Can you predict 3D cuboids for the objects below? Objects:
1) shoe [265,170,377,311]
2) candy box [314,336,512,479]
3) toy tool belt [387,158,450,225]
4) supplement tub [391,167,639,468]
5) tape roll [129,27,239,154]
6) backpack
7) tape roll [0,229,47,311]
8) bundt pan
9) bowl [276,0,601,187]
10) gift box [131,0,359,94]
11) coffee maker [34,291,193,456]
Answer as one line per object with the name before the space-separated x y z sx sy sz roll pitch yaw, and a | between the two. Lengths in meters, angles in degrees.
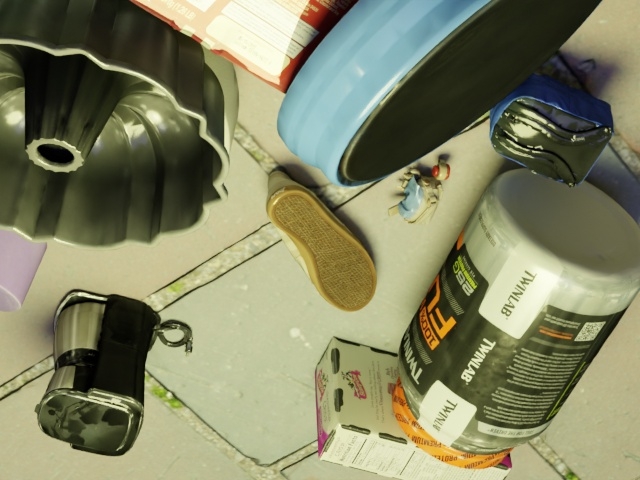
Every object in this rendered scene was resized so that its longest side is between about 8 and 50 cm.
shoe | 0.000 0.000 1.813 0.077 0.058 0.219 -35 129 0
candy box | 0.113 0.224 1.927 0.233 0.159 0.071 17 126 -14
toy tool belt | 0.112 -0.056 1.768 0.051 0.052 0.083 8 128 -19
supplement tub | 0.221 0.098 1.798 0.207 0.207 0.338 16 126 -14
tape roll | -0.280 -0.147 1.606 0.392 0.072 0.392 5 142 4
backpack | 0.243 -0.128 1.682 0.120 0.101 0.098 18 125 -11
tape roll | -0.407 0.005 1.719 0.189 0.080 0.189 18 161 6
bundt pan | -0.238 -0.128 1.448 0.331 0.124 0.331 6 149 3
bowl | 0.136 -0.193 1.471 0.391 0.391 0.077 -45 77 29
gift box | -0.077 -0.317 1.402 0.276 0.258 0.255 -39 127 24
coffee maker | -0.245 0.158 1.848 0.171 0.178 0.120 -5 130 2
